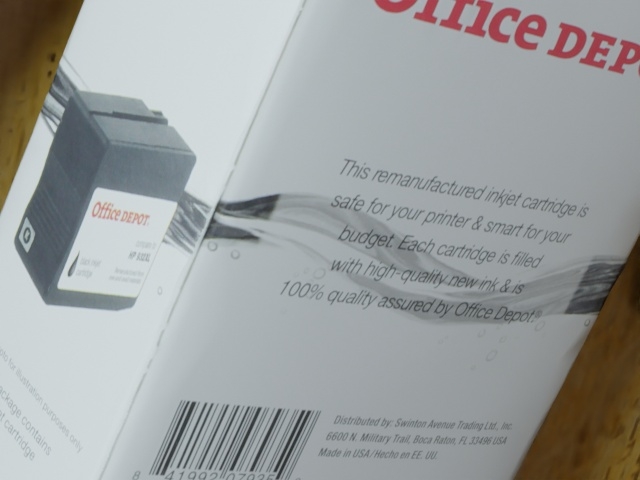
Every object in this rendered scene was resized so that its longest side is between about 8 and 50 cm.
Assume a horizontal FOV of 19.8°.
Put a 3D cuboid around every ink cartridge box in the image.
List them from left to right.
[{"bbox_3d":[0.000,0.000,0.729,0.223,0.129,0.307,8,114,-42],"label":"ink cartridge box"}]

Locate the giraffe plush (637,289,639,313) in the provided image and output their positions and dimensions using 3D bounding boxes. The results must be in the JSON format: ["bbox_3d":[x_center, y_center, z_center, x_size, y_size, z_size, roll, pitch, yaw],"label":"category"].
[{"bbox_3d":[0.238,0.033,0.823,0.170,0.210,0.181,35,113,10],"label":"giraffe plush"}]
